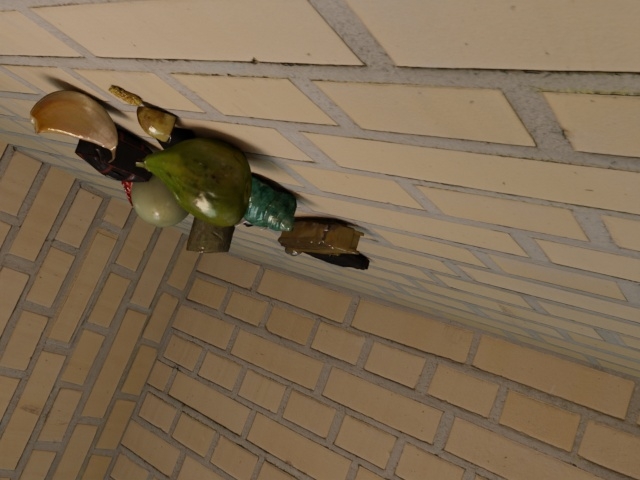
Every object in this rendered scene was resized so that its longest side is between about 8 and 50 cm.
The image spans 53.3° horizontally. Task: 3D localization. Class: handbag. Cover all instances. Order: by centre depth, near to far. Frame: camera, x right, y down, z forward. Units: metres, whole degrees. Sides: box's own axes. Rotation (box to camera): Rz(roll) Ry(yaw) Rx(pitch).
[{"bbox_3d":[-0.665,-0.278,2.067,0.169,0.155,0.215,22,176,45],"label":"handbag"},{"bbox_3d":[0.050,0.061,2.592,0.223,0.080,0.247,29,169,-37],"label":"handbag"}]

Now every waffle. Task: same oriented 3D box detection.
[{"bbox_3d":[-0.495,-0.366,1.616,0.085,0.016,0.078,28,169,-28],"label":"waffle"}]

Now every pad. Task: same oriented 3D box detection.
[{"bbox_3d":[-0.378,-0.231,1.878,0.202,0.005,0.299,15,151,34],"label":"pad"}]

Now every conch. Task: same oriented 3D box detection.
[{"bbox_3d":[-0.161,-0.103,1.973,0.202,0.134,0.196,21,172,10],"label":"conch"}]

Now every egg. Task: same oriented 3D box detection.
[{"bbox_3d":[-0.541,-0.152,2.187,0.219,0.218,0.295,25,-156,-17],"label":"egg"}]

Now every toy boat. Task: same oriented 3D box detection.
[{"bbox_3d":[0.000,0.000,2.219,0.162,0.135,0.445,21,171,-29],"label":"toy boat"}]

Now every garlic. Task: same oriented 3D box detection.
[{"bbox_3d":[-0.682,-0.331,1.794,0.245,0.164,0.145,20,155,-21],"label":"garlic"}]

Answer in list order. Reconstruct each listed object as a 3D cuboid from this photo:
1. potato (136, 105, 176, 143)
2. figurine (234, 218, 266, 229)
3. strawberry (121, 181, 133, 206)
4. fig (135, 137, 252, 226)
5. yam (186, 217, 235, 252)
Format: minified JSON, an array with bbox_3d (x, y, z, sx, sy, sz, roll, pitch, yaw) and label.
[{"bbox_3d":[-0.433,-0.300,1.657,0.103,0.066,0.096,17,169,-16],"label":"potato"},{"bbox_3d":[-0.230,-0.102,2.190,0.192,0.147,0.126,-12,131,40],"label":"figurine"},{"bbox_3d":[-0.662,-0.217,2.390,0.205,0.205,0.244,12,146,46],"label":"strawberry"},{"bbox_3d":[-0.328,-0.170,1.682,0.314,0.233,0.233,20,172,-16],"label":"fig"},{"bbox_3d":[-0.377,-0.077,2.281,0.161,0.267,0.161,12,175,1],"label":"yam"}]
